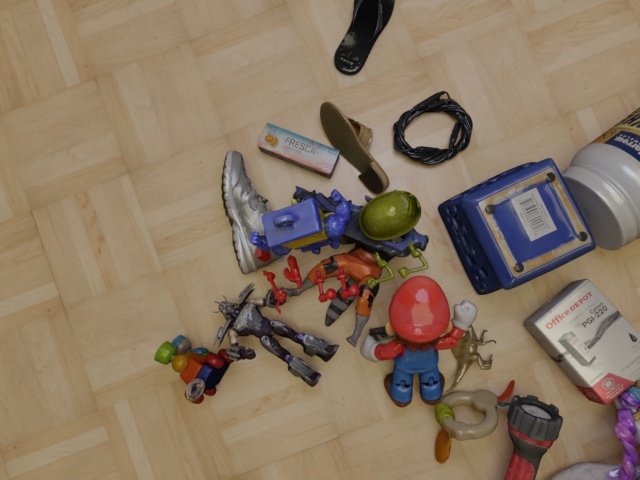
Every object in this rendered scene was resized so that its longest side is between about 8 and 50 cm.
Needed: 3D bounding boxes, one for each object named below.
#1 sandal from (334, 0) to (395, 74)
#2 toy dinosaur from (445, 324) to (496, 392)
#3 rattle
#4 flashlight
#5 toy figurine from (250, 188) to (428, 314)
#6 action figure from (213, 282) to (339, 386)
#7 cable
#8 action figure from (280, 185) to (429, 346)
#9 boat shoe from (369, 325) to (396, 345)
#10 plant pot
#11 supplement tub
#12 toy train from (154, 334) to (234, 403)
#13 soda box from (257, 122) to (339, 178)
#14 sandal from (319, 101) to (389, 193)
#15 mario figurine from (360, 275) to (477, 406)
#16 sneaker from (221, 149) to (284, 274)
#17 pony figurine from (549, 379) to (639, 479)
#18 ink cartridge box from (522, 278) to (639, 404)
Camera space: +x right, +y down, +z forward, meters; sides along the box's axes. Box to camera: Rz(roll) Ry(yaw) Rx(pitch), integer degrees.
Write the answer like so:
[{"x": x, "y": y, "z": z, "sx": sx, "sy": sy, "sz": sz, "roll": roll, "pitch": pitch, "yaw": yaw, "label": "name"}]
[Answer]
[{"x": 0.109, "y": -0.513, "z": 1.202, "sx": 0.097, "sy": 0.054, "sz": 0.255, "roll": 19, "pitch": 87, "yaw": 3, "label": "sandal"}, {"x": 0.337, "y": 0.258, "z": 1.149, "sx": 0.092, "sy": 0.053, "sz": 0.183, "roll": 12, "pitch": 79, "yaw": 18, "label": "toy dinosaur"}, {"x": 0.350, "y": 0.401, "z": 1.123, "sx": 0.199, "sy": 0.130, "sz": 0.143, "roll": -15, "pitch": 99, "yaw": -27, "label": "rattle"}, {"x": 0.406, "y": 0.475, "z": 1.057, "sx": 0.103, "sy": 0.103, "sz": 0.304, "roll": 13, "pitch": 103, "yaw": 5, "label": "flashlight"}, {"x": 0.000, "y": 0.000, "z": 0.962, "sx": 0.362, "sy": 0.217, "sz": 0.191, "roll": -16, "pitch": 69, "yaw": 20, "label": "toy figurine"}, {"x": -0.109, "y": 0.203, "z": 1.133, "sx": 0.285, "sy": 0.099, "sz": 0.185, "roll": 31, "pitch": 74, "yaw": -2, "label": "action figure"}, {"x": 0.256, "y": -0.248, "z": 1.188, "sx": 0.184, "sy": 0.047, "sz": 0.151, "roll": -32, "pitch": 90, "yaw": -3, "label": "cable"}, {"x": 0.062, "y": 0.018, "z": 1.146, "sx": 0.341, "sy": 0.178, "sz": 0.330, "roll": 33, "pitch": 80, "yaw": 31, "label": "action figure"}, {"x": 0.183, "y": 0.197, "z": 1.148, "sx": 0.152, "sy": 0.056, "sz": 0.049, "roll": -19, "pitch": 90, "yaw": 1, "label": "boat shoe"}, {"x": 0.411, "y": -0.031, "z": 1.078, "sx": 0.236, "sy": 0.212, "sz": 0.236, "roll": -25, "pitch": 86, "yaw": 1, "label": "plant pot"}, {"x": 0.677, "y": -0.146, "z": 1.067, "sx": 0.316, "sy": 0.228, "sz": 0.228, "roll": -36, "pitch": 85, "yaw": -1, "label": "supplement tub"}, {"x": -0.285, "y": 0.261, "z": 1.069, "sx": 0.143, "sy": 0.248, "sz": 0.105, "roll": 29, "pitch": 88, "yaw": 9, "label": "toy train"}, {"x": -0.049, "y": -0.207, "z": 1.185, "sx": 0.183, "sy": 0.058, "sz": 0.063, "roll": 22, "pitch": 87, "yaw": 3, "label": "soda box"}, {"x": 0.094, "y": -0.225, "z": 1.186, "sx": 0.079, "sy": 0.088, "sz": 0.240, "roll": -36, "pitch": 92, "yaw": -32, "label": "sandal"}, {"x": 0.202, "y": 0.193, "z": 1.066, "sx": 0.198, "sy": 0.321, "sz": 0.170, "roll": -26, "pitch": 42, "yaw": -27, "label": "mario figurine"}, {"x": -0.158, "y": -0.069, "z": 1.173, "sx": 0.115, "sy": 0.105, "sz": 0.281, "roll": -12, "pitch": 92, "yaw": -13, "label": "sneaker"}, {"x": 0.659, "y": 0.500, "z": 1.026, "sx": 0.351, "sy": 0.303, "sz": 0.363, "roll": -28, "pitch": 80, "yaw": -32, "label": "pony figurine"}, {"x": 0.577, "y": 0.213, "z": 1.103, "sx": 0.158, "sy": 0.092, "sz": 0.218, "roll": -39, "pitch": 77, "yaw": -1, "label": "ink cartridge box"}]
